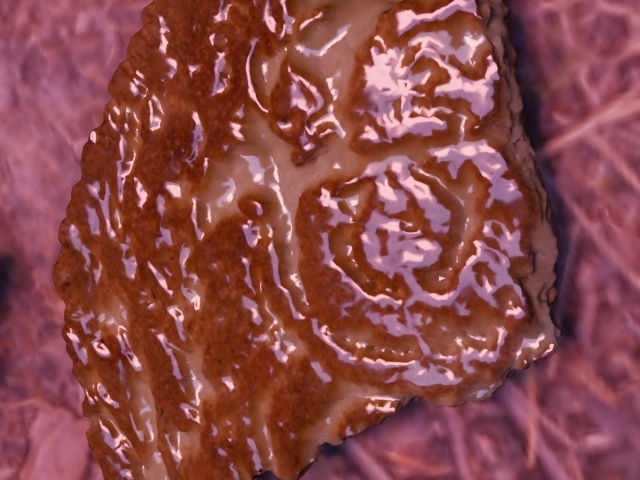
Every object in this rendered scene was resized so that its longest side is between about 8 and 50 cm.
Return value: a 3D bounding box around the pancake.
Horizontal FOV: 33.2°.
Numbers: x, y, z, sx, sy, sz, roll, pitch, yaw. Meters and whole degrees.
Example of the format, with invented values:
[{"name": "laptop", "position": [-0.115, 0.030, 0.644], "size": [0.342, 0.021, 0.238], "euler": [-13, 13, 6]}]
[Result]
[{"name": "pancake", "position": [0.001, -0.001, 0.417], "size": [0.197, 0.054, 0.376], "euler": [26, 108, 16]}]
